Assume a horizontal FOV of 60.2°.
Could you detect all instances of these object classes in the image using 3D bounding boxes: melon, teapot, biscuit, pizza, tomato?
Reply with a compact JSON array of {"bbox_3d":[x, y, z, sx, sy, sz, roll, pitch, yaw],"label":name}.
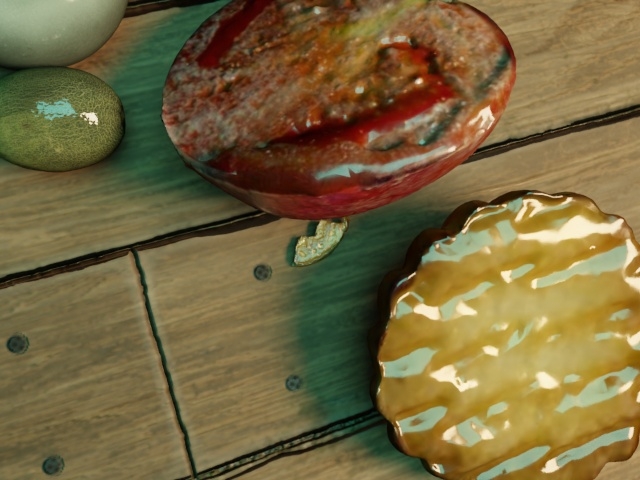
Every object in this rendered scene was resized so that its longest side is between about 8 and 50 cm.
[{"bbox_3d":[-0.249,-0.112,0.515,0.131,0.098,0.097,-3,88,-5],"label":"melon"},{"bbox_3d":[-0.275,-0.255,0.501,0.295,0.129,0.193,-15,89,-13],"label":"teapot"},{"bbox_3d":[0.201,0.107,0.575,0.326,0.107,0.325,-2,101,-9],"label":"biscuit"},{"bbox_3d":[0.000,0.000,0.604,0.083,0.016,0.037,-41,97,-7],"label":"pizza"},{"bbox_3d":[0.019,-0.117,0.540,0.309,0.170,0.308,-6,60,11],"label":"tomato"}]
